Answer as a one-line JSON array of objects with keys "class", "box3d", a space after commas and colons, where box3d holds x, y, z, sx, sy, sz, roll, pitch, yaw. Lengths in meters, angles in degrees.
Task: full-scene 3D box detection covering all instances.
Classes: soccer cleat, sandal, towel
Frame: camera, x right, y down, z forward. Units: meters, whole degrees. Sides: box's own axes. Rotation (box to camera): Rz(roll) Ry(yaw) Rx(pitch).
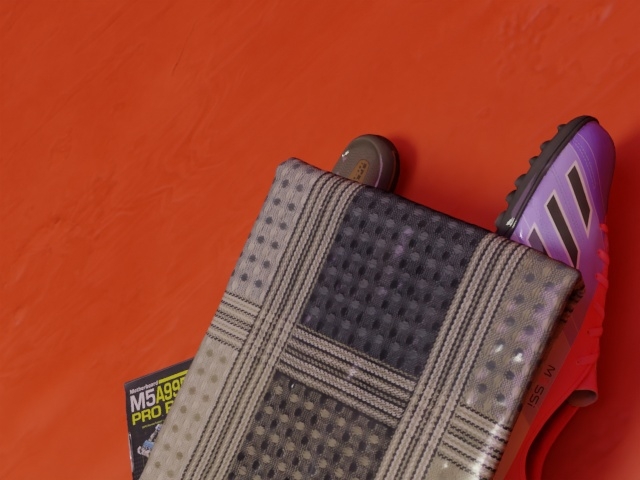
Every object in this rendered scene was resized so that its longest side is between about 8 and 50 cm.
[{"class": "soccer cleat", "box3d": [0.178, 0.060, 1.016, 0.116, 0.108, 0.318, 20, 83, 29]}, {"class": "sandal", "box3d": [0.000, 0.000, 1.191, 0.090, 0.060, 0.219, 31, 95, 42]}, {"class": "towel", "box3d": [0.020, 0.123, 1.020, 0.312, 0.056, 0.324, 23, 87, 39]}]

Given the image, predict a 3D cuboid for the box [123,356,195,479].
[{"class": "box", "box3d": [-0.038, 0.188, 1.117, 0.270, 0.060, 0.216, -22, 63, 26]}]
